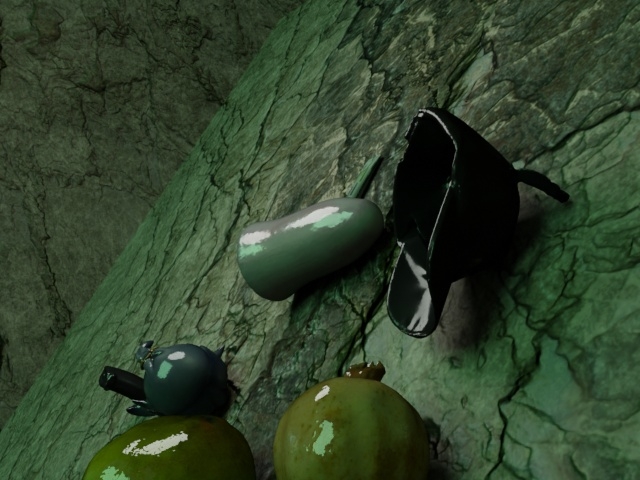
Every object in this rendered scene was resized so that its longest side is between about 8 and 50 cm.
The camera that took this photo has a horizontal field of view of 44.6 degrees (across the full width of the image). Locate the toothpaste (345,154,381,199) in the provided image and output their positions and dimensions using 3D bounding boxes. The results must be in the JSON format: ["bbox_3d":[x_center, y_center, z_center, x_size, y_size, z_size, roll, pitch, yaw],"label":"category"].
[{"bbox_3d":[0.079,-0.109,1.672,0.048,0.029,0.197,-19,36,53],"label":"toothpaste"}]

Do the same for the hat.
[{"bbox_3d":[0.219,-0.013,1.131,0.238,0.209,0.336,126,152,-61],"label":"hat"}]

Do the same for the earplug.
[{"bbox_3d":[0.000,0.000,1.517,0.301,0.172,0.172,-22,36,39],"label":"earplug"}]

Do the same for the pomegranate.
[{"bbox_3d":[0.034,0.266,0.968,0.207,0.207,0.207,-42,24,24],"label":"pomegranate"}]

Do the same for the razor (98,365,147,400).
[{"bbox_3d":[-0.453,0.346,1.856,0.054,0.148,0.090,-59,23,-4],"label":"razor"}]

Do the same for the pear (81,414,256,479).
[{"bbox_3d":[-0.243,0.410,1.230,0.269,0.269,0.321,-33,10,39],"label":"pear"}]

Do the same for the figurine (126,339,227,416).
[{"bbox_3d":[-0.295,0.293,1.621,0.265,0.197,0.175,-16,66,49],"label":"figurine"}]
